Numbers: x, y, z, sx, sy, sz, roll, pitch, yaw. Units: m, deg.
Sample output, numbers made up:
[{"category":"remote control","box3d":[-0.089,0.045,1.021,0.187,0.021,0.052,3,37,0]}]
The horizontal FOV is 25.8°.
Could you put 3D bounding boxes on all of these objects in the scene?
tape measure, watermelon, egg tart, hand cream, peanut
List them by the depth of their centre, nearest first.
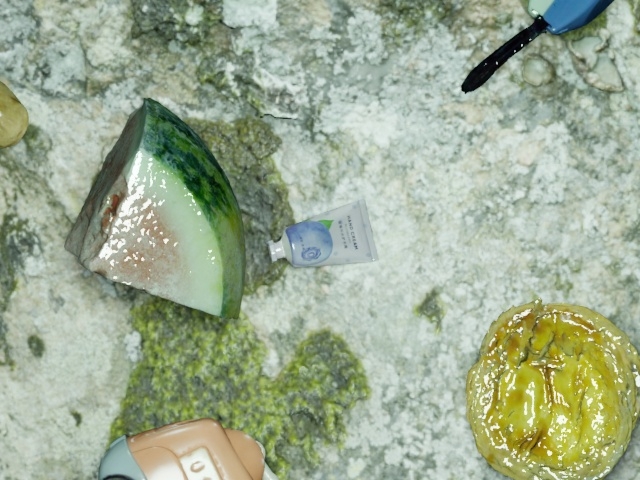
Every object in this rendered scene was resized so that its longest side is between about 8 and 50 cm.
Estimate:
[{"category":"tape measure","box3d":[0.326,-0.320,1.780,0.098,0.215,0.351,45,137,6]},{"category":"egg tart","box3d":[0.301,0.199,1.782,0.231,0.098,0.252,-13,83,12]},{"category":"watermelon","box3d":[-0.218,-0.027,1.833,0.231,0.193,0.310,-18,100,-14]},{"category":"hand cream","box3d":[0.000,0.000,1.844,0.142,0.053,0.084,-13,86,-5]},{"category":"peanut","box3d":[-0.497,-0.192,1.879,0.226,0.095,0.108,22,106,3]}]

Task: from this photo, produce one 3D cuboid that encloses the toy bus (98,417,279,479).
[{"category":"toy bus","box3d":[-0.155,0.359,1.786,0.232,0.194,0.288,-27,85,-8]}]
